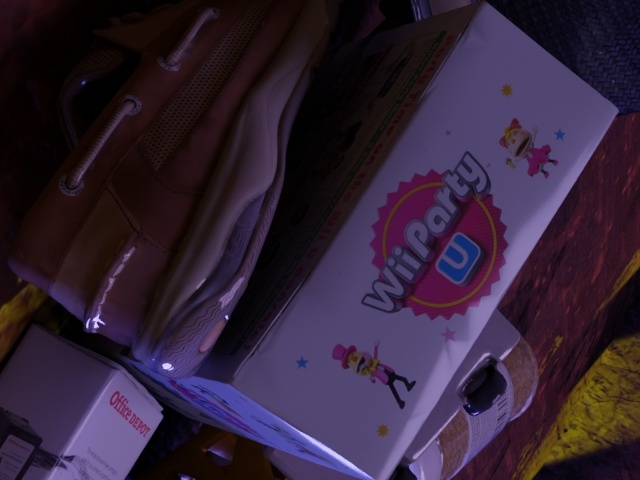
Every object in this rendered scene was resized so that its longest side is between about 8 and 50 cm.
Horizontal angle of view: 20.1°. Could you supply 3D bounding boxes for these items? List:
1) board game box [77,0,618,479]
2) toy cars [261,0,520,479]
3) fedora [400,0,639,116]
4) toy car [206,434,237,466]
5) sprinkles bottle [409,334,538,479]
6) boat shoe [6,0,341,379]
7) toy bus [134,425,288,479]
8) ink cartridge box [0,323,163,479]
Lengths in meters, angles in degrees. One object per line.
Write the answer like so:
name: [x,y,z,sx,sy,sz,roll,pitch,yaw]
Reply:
board game box: [0.000,0.000,0.979,0.224,0.097,0.303,-56,-164,-11]
toy cars: [0.042,0.003,1.218,0.087,0.176,0.394,153,-58,-67]
fedora: [0.163,-0.189,1.126,0.334,0.152,0.334,17,71,-61]
toy car: [-0.036,0.133,1.420,0.225,0.053,0.239,-57,161,-18]
sprinkles bottle: [0.109,0.176,1.785,0.355,0.121,0.121,-26,140,-63]
boat shoe: [-0.069,-0.073,0.899,0.324,0.116,0.123,-76,-170,-54]
toy bus: [-0.083,0.195,1.280,0.191,0.202,0.104,100,-20,-47]
ink cartridge box: [-0.164,0.135,1.033,0.150,0.063,0.109,-59,162,-13]
